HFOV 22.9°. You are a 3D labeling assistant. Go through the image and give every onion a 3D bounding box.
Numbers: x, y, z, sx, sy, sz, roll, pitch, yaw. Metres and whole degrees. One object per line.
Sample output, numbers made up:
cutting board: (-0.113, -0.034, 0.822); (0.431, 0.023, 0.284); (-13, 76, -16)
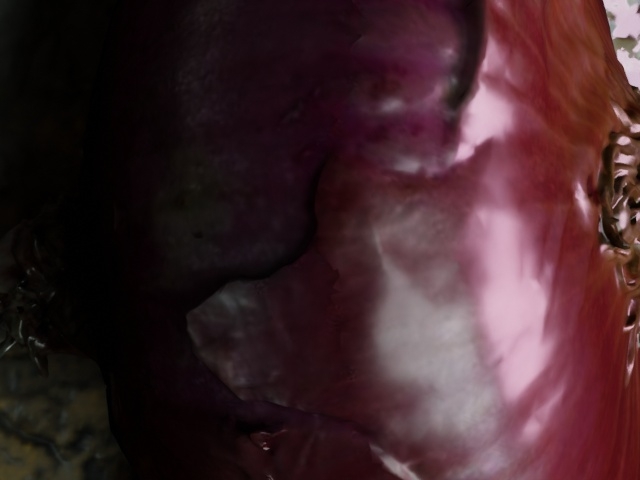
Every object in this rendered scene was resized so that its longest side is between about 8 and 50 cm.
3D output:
onion: (0.000, 0.000, 0.625); (0.347, 0.285, 0.348); (-7, 90, -76)

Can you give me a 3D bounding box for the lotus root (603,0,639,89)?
lotus root: (0.191, -0.111, 0.849); (0.183, 0.078, 0.204); (-33, 117, -11)
